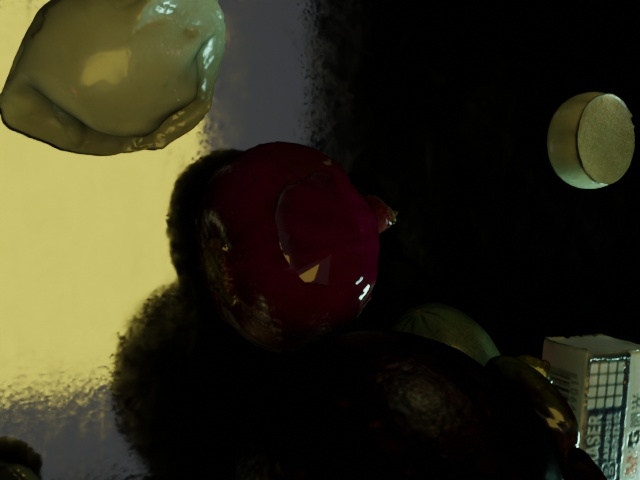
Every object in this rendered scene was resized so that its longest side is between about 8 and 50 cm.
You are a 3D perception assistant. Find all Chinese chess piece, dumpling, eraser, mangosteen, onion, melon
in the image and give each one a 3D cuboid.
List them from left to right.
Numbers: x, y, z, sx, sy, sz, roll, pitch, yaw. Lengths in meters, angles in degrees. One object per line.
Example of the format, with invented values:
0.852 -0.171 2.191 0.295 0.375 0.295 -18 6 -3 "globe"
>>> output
-0.156 -0.134 0.517 0.176 0.092 0.150 -53 130 -20 "dumpling"
0.000 0.000 0.592 0.218 0.139 0.195 -16 95 -30 "onion"
0.075 0.218 0.496 0.313 0.297 0.297 13 88 -11 "mangosteen"
0.140 0.142 0.686 0.114 0.114 0.167 -43 110 -19 "melon"
0.348 0.271 0.827 0.130 0.086 0.288 3 93 -27 "eraser"
0.344 -0.127 0.810 0.122 0.051 0.122 -2 94 -30 "Chinese chess piece"

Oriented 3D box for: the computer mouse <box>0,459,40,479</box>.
-0.304 0.227 0.474 0.192 0.062 0.106 -2 74 -32 "computer mouse"
